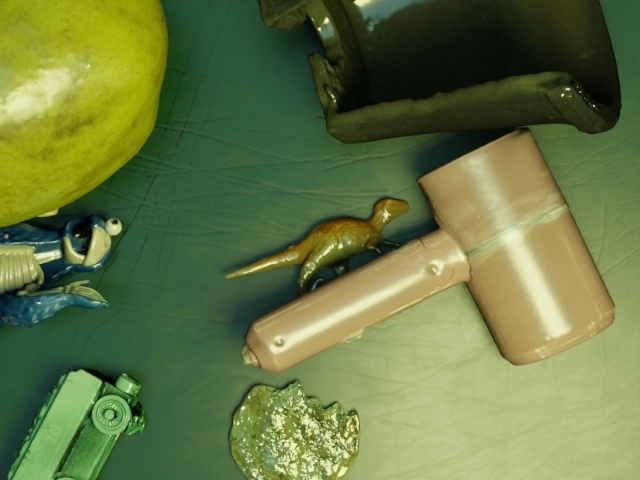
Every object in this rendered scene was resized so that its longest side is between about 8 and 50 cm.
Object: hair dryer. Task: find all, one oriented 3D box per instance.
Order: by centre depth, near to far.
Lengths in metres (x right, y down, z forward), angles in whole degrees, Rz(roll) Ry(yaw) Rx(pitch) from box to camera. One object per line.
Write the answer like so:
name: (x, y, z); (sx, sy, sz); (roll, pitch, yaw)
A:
hair dryer: (0.090, 0.057, 1.892); (0.352, 0.125, 0.210); (-26, 91, -6)

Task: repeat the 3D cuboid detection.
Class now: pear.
pear: (-0.300, -0.151, 1.809); (0.287, 0.375, 0.287); (19, 130, 24)

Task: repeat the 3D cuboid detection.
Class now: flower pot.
flower pot: (0.099, -0.241, 1.837); (0.251, 0.379, 0.379); (-24, 90, 22)

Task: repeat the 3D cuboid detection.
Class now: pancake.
pancake: (-0.028, 0.202, 1.958); (0.129, 0.022, 0.116); (27, 93, 0)

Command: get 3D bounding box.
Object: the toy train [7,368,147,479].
toy train: (-0.243, 0.202, 1.940); (0.099, 0.070, 0.172); (28, 90, 11)

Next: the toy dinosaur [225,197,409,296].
toy dinosaur: (0.000, 0.000, 1.952); (0.162, 0.039, 0.126); (17, 83, -2)

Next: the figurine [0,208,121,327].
figurine: (-0.323, 0.033, 1.923); (0.262, 0.120, 0.164); (-5, 54, -7)
